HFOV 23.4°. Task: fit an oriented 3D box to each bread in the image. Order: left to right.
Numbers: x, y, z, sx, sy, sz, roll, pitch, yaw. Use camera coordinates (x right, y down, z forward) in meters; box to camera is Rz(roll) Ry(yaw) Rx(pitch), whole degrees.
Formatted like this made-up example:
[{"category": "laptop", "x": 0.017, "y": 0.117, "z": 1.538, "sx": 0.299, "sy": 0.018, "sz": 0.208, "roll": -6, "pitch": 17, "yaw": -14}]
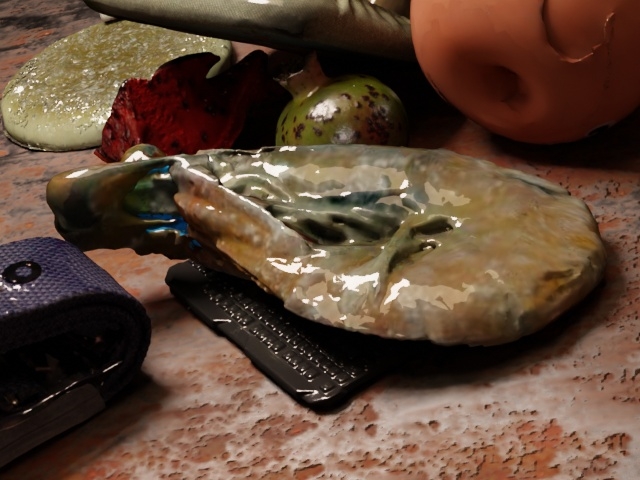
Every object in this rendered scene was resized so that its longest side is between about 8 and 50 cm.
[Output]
[{"category": "bread", "x": -0.224, "y": -0.181, "z": 1.673, "sx": 0.267, "sy": 0.040, "sz": 0.267, "roll": -12, "pitch": 33, "yaw": 8}]

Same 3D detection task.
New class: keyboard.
[{"category": "keyboard", "x": -0.032, "y": 0.056, "z": 1.238, "sx": 0.106, "sy": 0.016, "sz": 0.262, "roll": -29, "pitch": 34, "yaw": -20}]

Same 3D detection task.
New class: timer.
[{"category": "timer", "x": 0.197, "y": -0.200, "z": 1.331, "sx": 0.229, "sy": 0.229, "sz": 0.215, "roll": 10, "pitch": 49, "yaw": 36}]

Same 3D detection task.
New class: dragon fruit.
[{"category": "dragon fruit", "x": -0.129, "y": -0.133, "z": 1.490, "sx": 0.192, "sy": 0.122, "sz": 0.092, "roll": -38, "pitch": 23, "yaw": -27}]

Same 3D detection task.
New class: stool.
[{"category": "stool", "x": -0.025, "y": -0.289, "z": 1.460, "sx": 0.310, "sy": 0.226, "sz": 0.310, "roll": 15, "pitch": 9, "yaw": 40}]

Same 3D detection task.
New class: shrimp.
[{"category": "shrimp", "x": 0.000, "y": 0.000, "z": 1.217, "sx": 0.446, "sy": 0.110, "sz": 0.221, "roll": 6, "pitch": 37, "yaw": 14}]

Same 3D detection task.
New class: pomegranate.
[{"category": "pomegranate", "x": 0.014, "y": -0.093, "z": 1.350, "sx": 0.130, "sy": 0.130, "sz": 0.130, "roll": -12, "pitch": 32, "yaw": 8}]

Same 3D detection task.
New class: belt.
[{"category": "belt", "x": -0.243, "y": 0.098, "z": 1.168, "sx": 0.230, "sy": 0.139, "sz": 0.126, "roll": -30, "pitch": 40, "yaw": -23}]

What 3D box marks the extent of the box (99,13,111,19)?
[{"category": "box", "x": -0.185, "y": -0.292, "z": 1.785, "sx": 0.152, "sy": 0.048, "sz": 0.100, "roll": -14, "pitch": 17, "yaw": -6}]
